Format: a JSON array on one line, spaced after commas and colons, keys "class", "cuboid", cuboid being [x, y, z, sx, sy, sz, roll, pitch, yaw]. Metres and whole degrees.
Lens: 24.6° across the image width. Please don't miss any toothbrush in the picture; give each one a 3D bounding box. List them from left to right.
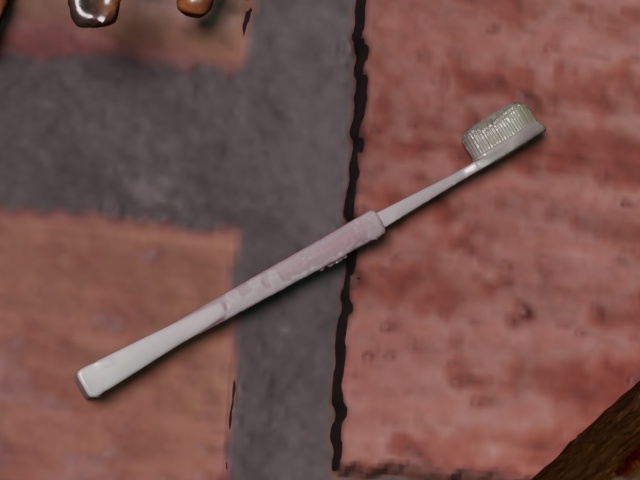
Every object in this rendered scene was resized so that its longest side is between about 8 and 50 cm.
[{"class": "toothbrush", "cuboid": [0.001, 0.002, 0.513, 0.194, 0.014, 0.017, -32, 89, -18]}]

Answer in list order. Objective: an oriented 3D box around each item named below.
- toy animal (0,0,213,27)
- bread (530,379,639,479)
[{"class": "toy animal", "cuboid": [-0.146, -0.172, 0.485, 0.224, 0.066, 0.229, -10, 92, -1]}, {"class": "bread", "cuboid": [0.214, 0.064, 0.508, 0.416, 0.113, 0.165, -40, 93, -19]}]
